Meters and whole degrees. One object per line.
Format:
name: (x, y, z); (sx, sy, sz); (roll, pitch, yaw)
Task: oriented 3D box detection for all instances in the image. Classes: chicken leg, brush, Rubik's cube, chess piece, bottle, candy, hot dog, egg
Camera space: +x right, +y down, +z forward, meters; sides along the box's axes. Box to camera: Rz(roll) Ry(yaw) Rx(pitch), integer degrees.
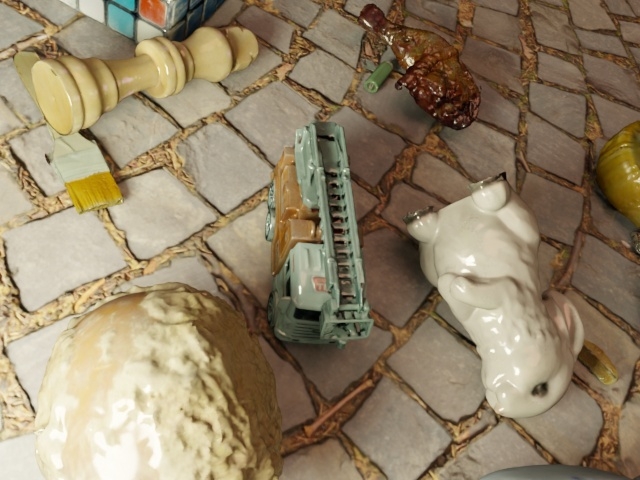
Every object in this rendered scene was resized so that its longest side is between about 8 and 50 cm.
chicken leg: (0.198, -0.345, 1.260); (0.177, 0.083, 0.323); (-8, 64, -30)
brush: (-0.410, -0.180, 1.001); (0.085, 0.020, 0.337); (-21, 67, -28)
Rubik's cube: (-0.302, -0.531, 1.110); (0.253, 0.256, 0.259); (27, 54, 0)
chess piece: (-0.264, -0.286, 1.055); (0.397, 0.117, 0.117); (-30, 72, -38)
bottle: (0.117, -0.326, 1.259); (0.030, 0.030, 0.083); (33, 54, 4)
candy: (0.683, -0.122, 1.274); (0.259, 0.118, 0.260); (10, 60, -18)
hot dog: (0.454, 0.195, 1.046); (0.090, 0.030, 0.034); (46, 48, 13)
egg: (-0.173, 0.194, 0.703); (0.279, 0.279, 0.310); (-21, 74, -28)

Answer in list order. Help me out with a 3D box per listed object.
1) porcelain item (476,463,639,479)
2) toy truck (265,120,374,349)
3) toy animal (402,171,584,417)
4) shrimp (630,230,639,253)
porcelain item: (0.293, 0.400, 0.775); (0.404, 0.178, 0.243); (-1, 60, -18)
toy truck: (0.000, 0.000, 0.923); (0.132, 0.184, 0.339); (5, 58, -14)
toy animal: (0.281, 0.084, 0.986); (0.257, 0.193, 0.358); (-14, 79, -52)
shrimp: (0.620, 0.017, 1.207); (0.029, 0.038, 0.092); (-1, 60, -18)
